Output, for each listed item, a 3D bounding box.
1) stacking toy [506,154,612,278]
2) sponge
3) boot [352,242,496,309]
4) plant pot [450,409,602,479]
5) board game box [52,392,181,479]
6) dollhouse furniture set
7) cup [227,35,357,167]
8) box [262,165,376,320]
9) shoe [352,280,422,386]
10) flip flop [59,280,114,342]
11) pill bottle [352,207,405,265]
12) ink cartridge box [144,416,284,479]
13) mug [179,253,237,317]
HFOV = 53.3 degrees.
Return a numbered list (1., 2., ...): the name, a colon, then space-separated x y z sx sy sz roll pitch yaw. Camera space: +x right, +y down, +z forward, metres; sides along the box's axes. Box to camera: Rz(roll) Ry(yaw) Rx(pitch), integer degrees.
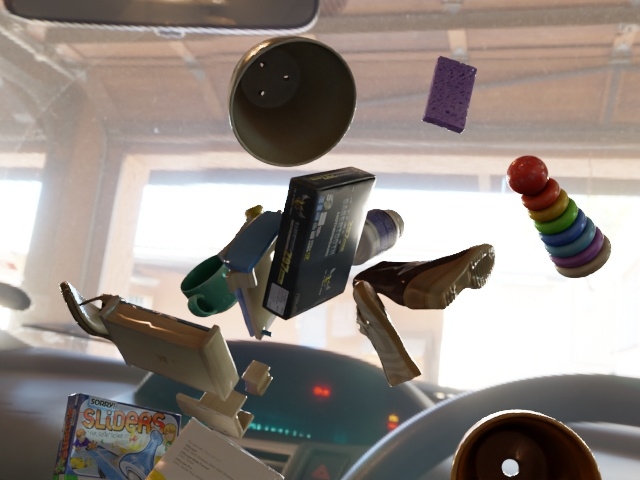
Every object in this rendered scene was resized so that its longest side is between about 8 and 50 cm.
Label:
1. stacking toy: 0.526 -0.061 1.454 0.330 0.141 0.141 45 -28 -25
2. sponge: 0.362 -0.409 1.780 0.117 0.210 0.031 17 -21 -3
3. boot: 0.209 0.053 1.258 0.207 0.090 0.248 12 29 41
4. plant pot: 0.301 0.360 0.973 0.205 0.205 0.188 5 -9 12
5. board game box: -0.316 0.330 1.011 0.035 0.136 0.201 -18 -31 34
6. dollhouse furniture set: -0.174 0.117 1.110 0.198 0.303 0.286 14 -42 23
7. cup: -0.101 -0.389 1.663 0.331 0.331 0.237 13 25 -29
8. box: 0.000 0.000 1.059 0.059 0.232 0.183 26 24 26
9. shoe: 0.095 0.154 1.002 0.058 0.076 0.219 -29 -58 4
10. flip flop: -0.422 0.156 1.298 0.112 0.080 0.277 44 -4 47
11. pill bottle: 0.119 -0.016 1.500 0.112 0.112 0.187 0 14 37
12. ink cartridge box: -0.181 0.416 0.914 0.168 0.232 0.171 28 -33 14
13. mug: -0.244 0.114 1.429 0.129 0.158 0.097 2 -48 54
